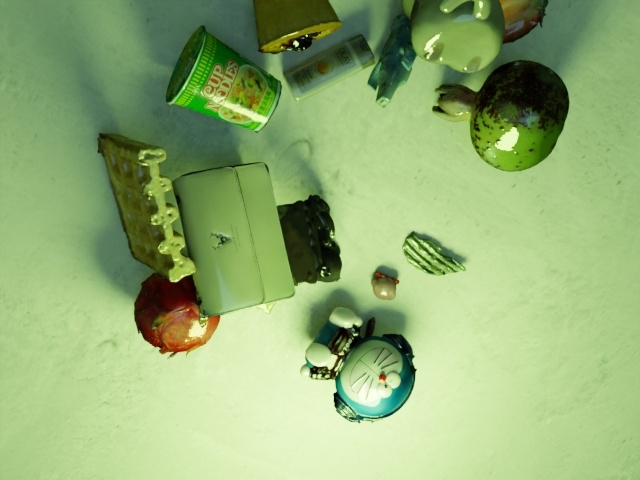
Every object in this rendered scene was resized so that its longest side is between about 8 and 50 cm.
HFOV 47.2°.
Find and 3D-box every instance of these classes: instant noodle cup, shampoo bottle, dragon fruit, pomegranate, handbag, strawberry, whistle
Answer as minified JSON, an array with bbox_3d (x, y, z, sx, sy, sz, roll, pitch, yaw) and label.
[{"bbox_3d":[-0.228,-0.380,1.788,0.233,0.207,0.207,22,106,-26],"label":"instant noodle cup"},{"bbox_3d":[0.022,-0.437,1.864,0.228,0.056,0.086,-26,82,1],"label":"shampoo bottle"},{"bbox_3d":[-0.374,0.176,1.947,0.252,0.241,0.241,-41,113,-12],"label":"dragon fruit"},{"bbox_3d":[0.458,-0.339,1.899,0.341,0.285,0.284,17,109,12],"label":"pomegranate"},{"bbox_3d":[-0.223,-0.001,1.846,0.237,0.160,0.358,-12,89,-23],"label":"handbag"},{"bbox_3d":[0.463,-0.576,1.879,0.228,0.098,0.174,-39,129,19],"label":"strawberry"},{"bbox_3d":[0.193,-0.457,1.837,0.093,0.180,0.269,29,69,-21],"label":"whistle"}]

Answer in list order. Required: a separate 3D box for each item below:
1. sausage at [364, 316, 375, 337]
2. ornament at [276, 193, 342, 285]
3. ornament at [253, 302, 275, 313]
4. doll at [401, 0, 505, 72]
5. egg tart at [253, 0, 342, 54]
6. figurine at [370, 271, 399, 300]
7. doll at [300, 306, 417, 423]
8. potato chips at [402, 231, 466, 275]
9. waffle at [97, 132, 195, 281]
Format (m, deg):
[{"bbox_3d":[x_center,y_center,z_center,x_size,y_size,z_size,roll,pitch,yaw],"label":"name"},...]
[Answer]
[{"bbox_3d":[0.139,0.317,2.197,0.028,0.025,0.198,-17,123,-50],"label":"sausage"},{"bbox_3d":[0.000,0.000,1.957,0.106,0.260,0.251,-9,93,30],"label":"ornament"},{"bbox_3d":[-0.179,0.131,2.056,0.201,0.059,0.180,-19,114,1],"label":"ornament"},{"bbox_3d":[0.305,-0.546,1.728,0.215,0.370,0.225,3,127,-11],"label":"doll"},{"bbox_3d":[-0.062,-0.538,1.749,0.215,0.215,0.170,-17,98,-3],"label":"egg tart"},{"bbox_3d":[0.183,0.135,2.112,0.083,0.067,0.071,22,85,-1],"label":"figurine"},{"bbox_3d":[0.118,0.364,2.082,0.310,0.240,0.284,33,76,8],"label":"doll"},{"bbox_3d":[0.323,0.057,2.129,0.208,0.028,0.092,33,103,-18],"label":"potato chips"},{"bbox_3d":[-0.437,-0.090,1.807,0.078,0.304,0.348,-22,115,-28],"label":"waffle"}]
